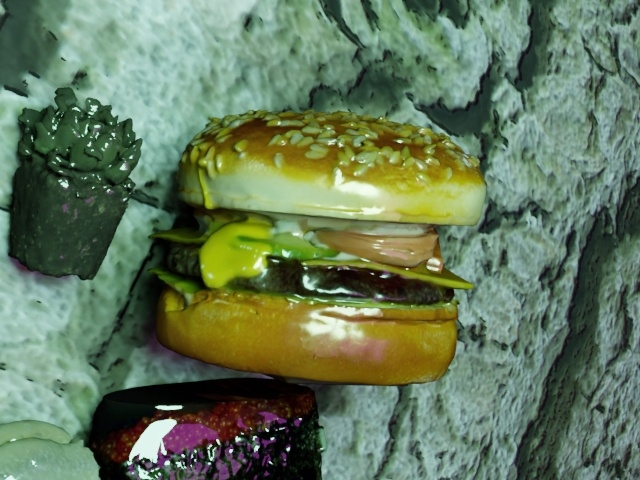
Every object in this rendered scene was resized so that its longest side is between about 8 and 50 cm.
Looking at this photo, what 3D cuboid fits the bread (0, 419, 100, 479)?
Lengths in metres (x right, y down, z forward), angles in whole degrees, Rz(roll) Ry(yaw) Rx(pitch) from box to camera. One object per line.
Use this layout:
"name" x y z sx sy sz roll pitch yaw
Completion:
"bread" -0.265 0.313 0.770 0.183 0.102 0.337 -9 109 -40

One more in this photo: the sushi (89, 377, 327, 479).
"sushi" -0.102 0.195 0.877 0.225 0.136 0.126 0 92 -41

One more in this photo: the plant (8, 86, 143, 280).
"plant" -0.194 -0.044 0.756 0.094 0.092 0.143 13 98 -38

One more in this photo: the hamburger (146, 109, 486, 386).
"hamburger" 0.000 0.000 0.835 0.291 0.291 0.225 3 93 -46
